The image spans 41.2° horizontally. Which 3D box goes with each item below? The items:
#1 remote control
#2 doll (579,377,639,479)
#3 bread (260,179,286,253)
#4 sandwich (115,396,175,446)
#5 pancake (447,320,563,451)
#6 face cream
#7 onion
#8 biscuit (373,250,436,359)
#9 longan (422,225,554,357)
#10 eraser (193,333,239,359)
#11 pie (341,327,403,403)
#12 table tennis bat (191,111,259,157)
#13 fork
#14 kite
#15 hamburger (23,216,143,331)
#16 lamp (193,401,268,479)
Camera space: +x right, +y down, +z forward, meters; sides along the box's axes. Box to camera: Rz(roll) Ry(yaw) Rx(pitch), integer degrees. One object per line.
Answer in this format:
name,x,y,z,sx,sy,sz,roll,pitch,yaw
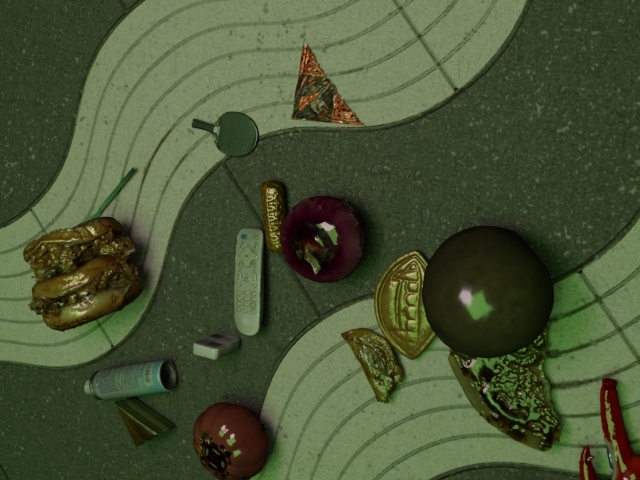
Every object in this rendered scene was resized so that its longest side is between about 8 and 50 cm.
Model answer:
remote control,-0.145,0.089,1.824,0.073,0.044,0.229,2,89,38
doll,0.566,0.449,1.547,0.188,0.099,0.384,5,95,22
bread,-0.095,-0.049,1.781,0.052,0.044,0.157,-5,95,18
sandwich,-0.402,0.399,1.953,0.074,0.074,0.116,-32,83,25
pancake,0.378,0.245,1.629,0.266,0.057,0.244,32,99,12
face cream,-0.443,0.323,1.960,0.229,0.075,0.075,-11,93,24
onion,0.004,-0.003,1.692,0.177,0.153,0.177,-7,80,44
biscuit,0.175,0.128,1.700,0.141,0.029,0.221,8,100,22
longan,0.302,0.088,1.540,0.248,0.248,0.248,3,98,22
eraser,-0.224,0.228,1.838,0.065,0.105,0.026,9,100,22
pie,0.114,0.247,1.739,0.092,0.034,0.170,-32,78,25
table tennis bat,-0.204,-0.232,1.821,0.158,0.014,0.095,18,104,18
fork,-0.490,-0.084,1.958,0.235,0.021,0.039,-44,84,20
kite,-0.016,-0.285,1.740,0.125,0.008,0.222,-38,81,25
hamburger,-0.532,0.076,1.873,0.245,0.260,0.211,-19,94,43
lamp,-0.189,0.431,1.840,0.182,0.140,0.182,15,117,32
